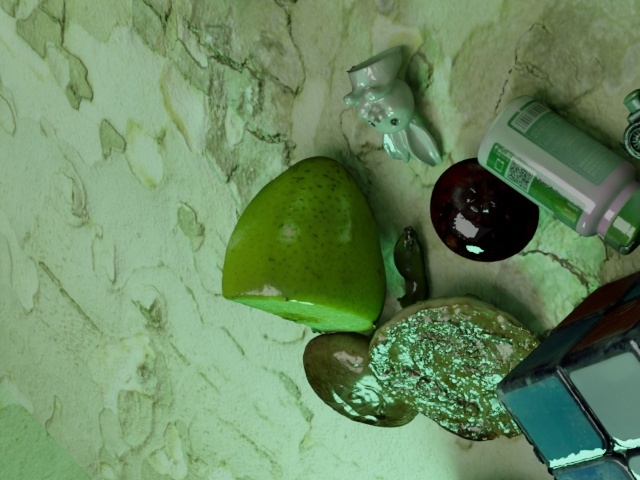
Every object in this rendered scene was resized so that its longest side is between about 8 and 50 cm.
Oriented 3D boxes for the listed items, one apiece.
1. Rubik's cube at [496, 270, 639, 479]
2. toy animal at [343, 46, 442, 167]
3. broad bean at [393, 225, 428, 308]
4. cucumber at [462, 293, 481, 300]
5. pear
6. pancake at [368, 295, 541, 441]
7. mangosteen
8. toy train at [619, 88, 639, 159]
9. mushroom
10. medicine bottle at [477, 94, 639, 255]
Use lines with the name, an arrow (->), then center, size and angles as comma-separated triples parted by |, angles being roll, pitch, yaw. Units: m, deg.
Rubik's cube -> 0.511, 0.225, 1.617 | 0.316, 0.313, 0.318 | 56, 144, -1
toy animal -> 0.121, -0.203, 1.875 | 0.104, 0.131, 0.221 | -10, 113, 35
broad bean -> 0.170, 0.053, 2.071 | 0.070, 0.048, 0.213 | 26, 137, 31
cucumber -> 0.273, 0.186, 2.054 | 0.058, 0.058, 0.187 | 29, 136, 30
pear -> 0.000, 0.000, 2.049 | 0.238, 0.342, 0.318 | -6, 72, 33
pancake -> 0.267, 0.239, 2.022 | 0.356, 0.065, 0.356 | 13, 133, 15
mangosteen -> 0.266, -0.043, 1.816 | 0.200, 0.200, 0.200 | 27, 135, 32
toy train -> 0.531, -0.121, 1.520 | 0.157, 0.105, 0.253 | -34, 92, 39
mushroom -> 0.085, 0.284, 2.249 | 0.278, 0.146, 0.278 | 24, 149, 15
medicine bottle -> 0.380, -0.096, 1.665 | 0.274, 0.133, 0.133 | 38, 139, 22
